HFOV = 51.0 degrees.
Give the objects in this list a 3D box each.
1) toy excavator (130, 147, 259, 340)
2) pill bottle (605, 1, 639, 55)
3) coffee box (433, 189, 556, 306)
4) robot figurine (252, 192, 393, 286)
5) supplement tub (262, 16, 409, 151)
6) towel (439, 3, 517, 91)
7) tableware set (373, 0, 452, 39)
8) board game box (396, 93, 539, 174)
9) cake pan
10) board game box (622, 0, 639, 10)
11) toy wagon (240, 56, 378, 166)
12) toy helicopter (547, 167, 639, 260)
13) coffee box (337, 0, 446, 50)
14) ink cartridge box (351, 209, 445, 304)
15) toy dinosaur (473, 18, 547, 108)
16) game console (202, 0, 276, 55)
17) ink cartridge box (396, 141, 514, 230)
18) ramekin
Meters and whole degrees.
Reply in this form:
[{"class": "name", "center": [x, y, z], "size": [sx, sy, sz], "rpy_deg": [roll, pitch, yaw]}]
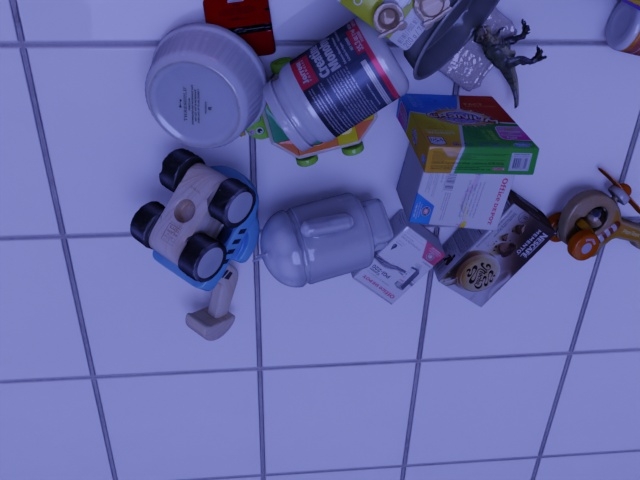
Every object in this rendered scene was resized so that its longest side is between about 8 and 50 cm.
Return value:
[{"class": "toy excavator", "center": [-0.271, 0.042, 1.702], "size": [0.433, 0.222, 0.445], "rpy_deg": [-60, 154, 0]}, {"class": "pill bottle", "center": [0.787, -0.479, 1.550], "size": [0.216, 0.121, 0.121], "rpy_deg": [9, 121, -12]}, {"class": "coffee box", "center": [0.465, 0.016, 1.829], "size": [0.168, 0.119, 0.297], "rpy_deg": [31, 114, -22]}, {"class": "robot figurine", "center": [0.000, 0.000, 1.696], "size": [0.353, 0.200, 0.300], "rpy_deg": [-16, 163, -12]}, {"class": "supplement tub", "center": [0.033, -0.332, 1.432], "size": [0.272, 0.191, 0.191], "rpy_deg": [-31, 121, 13]}, {"class": "towel", "center": [0.301, -0.481, 1.535], "size": [0.282, 0.049, 0.187], "rpy_deg": [27, 115, -21]}, {"class": "tableware set", "center": [0.146, -0.436, 1.160], "size": [0.141, 0.020, 0.169], "rpy_deg": [-19, 124, 8]}, {"class": "board game box", "center": [0.321, -0.248, 1.527], "size": [0.242, 0.317, 0.064], "rpy_deg": [0, 122, -7]}, {"class": "cake pan", "center": [0.277, -0.461, 1.377], "size": [0.054, 0.293, 0.293], "rpy_deg": [45, 113, 9]}, {"class": "board game box", "center": [0.687, -0.622, 1.408], "size": [0.346, 0.078, 0.234], "rpy_deg": [18, 86, -18]}, {"class": "toy wagon", "center": [-0.042, -0.303, 1.596], "size": [0.344, 0.068, 0.267], "rpy_deg": [-14, 123, 2]}, {"class": "toy helicopter", "center": [0.806, -0.056, 1.843], "size": [0.354, 0.140, 0.235], "rpy_deg": [12, 112, -26]}, {"class": "coffee box", "center": [0.106, -0.624, 1.247], "size": [0.334, 0.338, 0.338], "rpy_deg": [29, 115, -22]}, {"class": "ink cartridge box", "center": [0.206, 0.049, 1.838], "size": [0.158, 0.092, 0.218], "rpy_deg": [35, 114, -24]}, {"class": "toy dinosaur", "center": [0.441, -0.425, 1.535], "size": [0.118, 0.064, 0.268], "rpy_deg": [-34, 134, 17]}, {"class": "game console", "center": [-0.180, -0.479, 1.501], "size": [0.143, 0.085, 0.124], "rpy_deg": [-9, 92, -2]}, {"class": "ink cartridge box", "center": [0.334, -0.146, 1.681], "size": [0.232, 0.168, 0.171], "rpy_deg": [6, 122, -10]}, {"class": "ramekin", "center": [-0.258, -0.326, 1.478], "size": [0.272, 0.127, 0.273], "rpy_deg": [6, 131, 8]}]
